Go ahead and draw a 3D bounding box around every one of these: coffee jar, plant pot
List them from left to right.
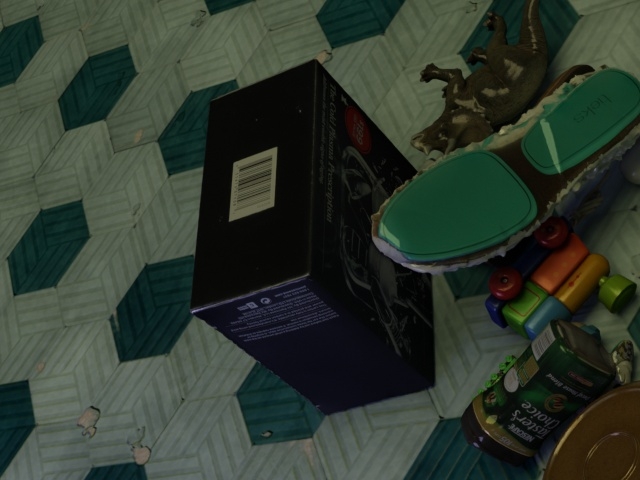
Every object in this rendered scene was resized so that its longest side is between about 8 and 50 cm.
[{"bbox_3d":[0.252,0.183,1.559,0.184,0.096,0.079,-50,27,26],"label":"coffee jar"},{"bbox_3d":[0.322,0.245,1.441,0.236,0.032,0.236,-40,27,25],"label":"plant pot"}]

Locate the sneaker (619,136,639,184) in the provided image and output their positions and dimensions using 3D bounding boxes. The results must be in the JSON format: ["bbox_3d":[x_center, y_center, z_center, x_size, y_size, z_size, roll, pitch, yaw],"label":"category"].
[{"bbox_3d":[0.458,-0.162,1.682,0.212,0.094,0.080,-40,46,8],"label":"sneaker"}]

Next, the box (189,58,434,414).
[{"bbox_3d":[0.000,0.000,1.755,0.178,0.312,0.343,-18,51,26],"label":"box"}]

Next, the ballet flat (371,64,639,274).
[{"bbox_3d":[0.244,-0.067,1.645,0.408,0.147,0.147,-31,42,-14],"label":"ballet flat"}]

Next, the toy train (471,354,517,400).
[{"bbox_3d":[0.222,0.180,1.671,0.023,0.017,0.083,37,85,35],"label":"toy train"}]

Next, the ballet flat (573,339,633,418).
[{"bbox_3d":[0.344,0.172,1.568,0.041,0.041,0.114,34,89,46],"label":"ballet flat"}]

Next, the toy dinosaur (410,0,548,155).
[{"bbox_3d":[0.250,-0.223,1.891,0.313,0.121,0.160,-40,56,0],"label":"toy dinosaur"}]

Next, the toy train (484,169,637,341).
[{"bbox_3d":[0.333,0.032,1.646,0.143,0.105,0.248,38,80,31],"label":"toy train"}]

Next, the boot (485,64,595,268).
[{"bbox_3d":[0.268,-0.113,1.790,0.305,0.112,0.115,-57,34,-7],"label":"boot"}]
